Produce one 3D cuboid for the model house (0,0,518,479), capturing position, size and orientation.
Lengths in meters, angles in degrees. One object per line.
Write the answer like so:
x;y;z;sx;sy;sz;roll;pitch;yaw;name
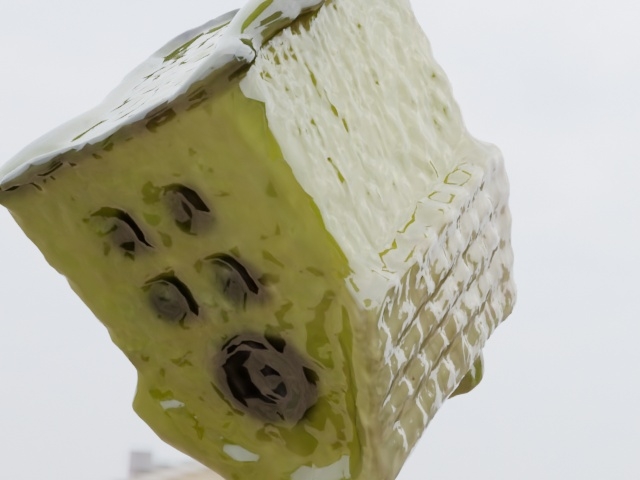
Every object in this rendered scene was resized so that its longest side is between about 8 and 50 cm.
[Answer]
0.000;0.000;0.899;0.174;0.234;0.193;-28;13;35;model house
